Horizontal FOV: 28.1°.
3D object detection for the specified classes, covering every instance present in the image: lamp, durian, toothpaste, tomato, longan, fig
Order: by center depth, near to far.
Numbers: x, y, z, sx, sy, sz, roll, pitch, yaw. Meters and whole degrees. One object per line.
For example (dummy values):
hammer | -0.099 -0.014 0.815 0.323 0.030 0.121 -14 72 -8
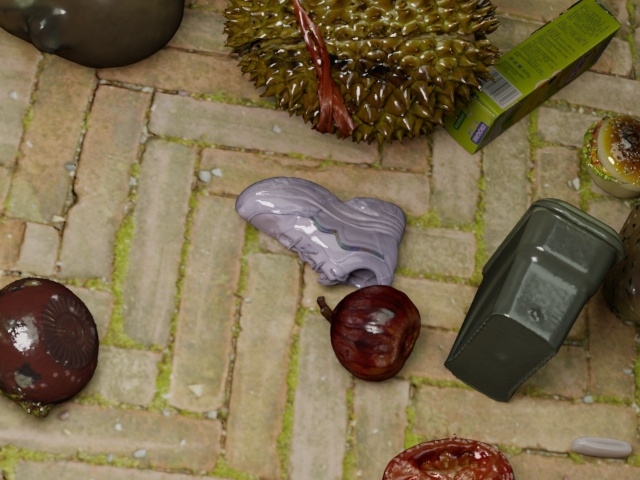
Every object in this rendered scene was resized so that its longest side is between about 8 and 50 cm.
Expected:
lamp | -0.346 0.124 1.538 0.157 0.135 0.156 -40 108 -57
tomato | 0.161 0.335 1.591 0.174 0.082 0.166 -12 61 -18
fig | 0.065 0.106 1.672 0.128 0.128 0.150 -25 73 -28
longan | -0.326 -0.358 1.755 0.300 0.243 0.300 -1 49 1
durian | 0.054 -0.303 1.794 0.385 0.347 0.347 4 60 -17
toothpaste | 0.325 -0.258 1.972 0.327 0.110 0.077 -36 74 -31

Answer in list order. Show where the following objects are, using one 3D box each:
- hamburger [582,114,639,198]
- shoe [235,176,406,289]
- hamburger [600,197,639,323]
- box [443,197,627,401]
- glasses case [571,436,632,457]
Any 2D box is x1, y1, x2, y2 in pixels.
hamburger | 0.464 -0.131 1.956 0.141 0.081 0.126 26 57 -2
shoe | 0.000 0.000 1.733 0.245 0.095 0.137 13 55 -17
hamburger | 0.525 0.015 1.777 0.195 0.277 0.318 32 56 -2
box | 0.272 0.085 1.667 0.138 0.274 0.178 29 63 3
glasses case | 0.378 0.278 1.720 0.083 0.032 0.021 8 56 -11
